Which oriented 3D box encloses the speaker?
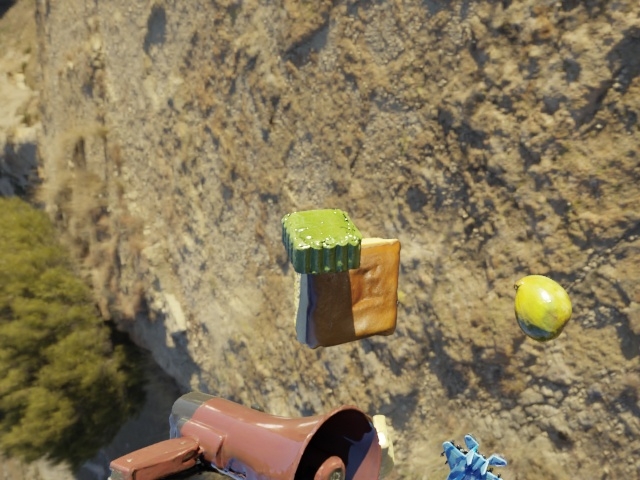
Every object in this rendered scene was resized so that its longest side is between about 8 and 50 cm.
[{"bbox_3d":[-0.118,0.325,0.855,0.330,0.259,0.198,1,117,34],"label":"speaker"}]

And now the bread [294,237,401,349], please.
[{"bbox_3d":[0.085,0.158,1.899,0.143,0.333,0.323,-152,58,-61],"label":"bread"}]

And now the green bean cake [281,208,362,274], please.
[{"bbox_3d":[0.000,0.000,1.669,0.214,0.201,0.113,-123,33,-53],"label":"green bean cake"}]

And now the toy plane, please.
[{"bbox_3d":[0.359,0.585,1.525,0.169,0.078,0.246,33,136,11],"label":"toy plane"}]

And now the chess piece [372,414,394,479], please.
[{"bbox_3d":[0.141,0.498,1.456,0.200,0.090,0.090,88,156,-50],"label":"chess piece"}]

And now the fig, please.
[{"bbox_3d":[0.505,0.154,1.379,0.136,0.121,0.152,116,153,-49],"label":"fig"}]
